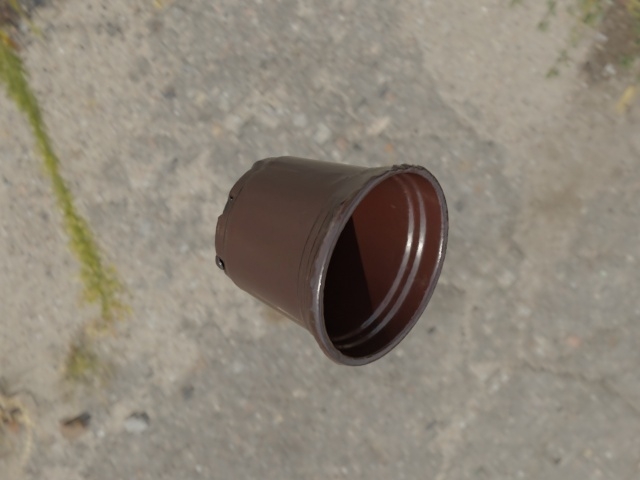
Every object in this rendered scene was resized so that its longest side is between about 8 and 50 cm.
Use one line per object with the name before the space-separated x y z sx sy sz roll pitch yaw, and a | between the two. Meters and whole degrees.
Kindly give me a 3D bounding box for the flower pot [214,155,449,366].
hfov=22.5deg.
flower pot | 0.000 0.000 0.841 0.111 0.089 0.111 -29 130 -41
